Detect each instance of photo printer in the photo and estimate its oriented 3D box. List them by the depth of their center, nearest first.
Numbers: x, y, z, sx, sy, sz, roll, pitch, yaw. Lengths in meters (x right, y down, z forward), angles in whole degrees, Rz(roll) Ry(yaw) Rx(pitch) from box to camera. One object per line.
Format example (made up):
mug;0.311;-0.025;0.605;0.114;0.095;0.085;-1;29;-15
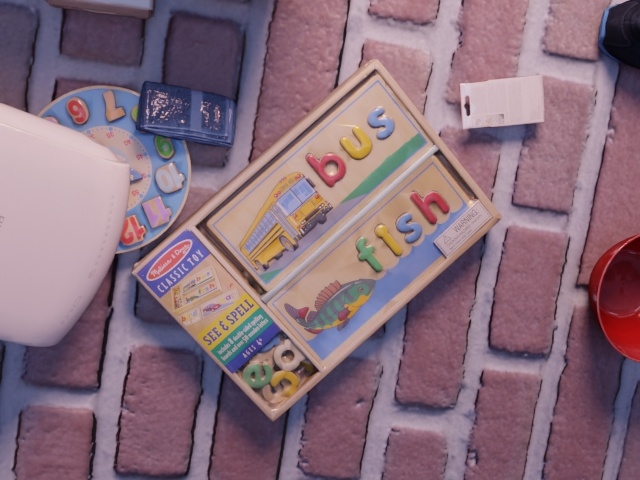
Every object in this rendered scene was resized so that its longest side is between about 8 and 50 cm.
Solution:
photo printer;-0.374;-0.025;0.915;0.307;0.107;0.256;20;99;-29

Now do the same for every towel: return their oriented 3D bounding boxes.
towel;-0.161;-0.154;1.022;0.119;0.029;0.067;8;78;-23

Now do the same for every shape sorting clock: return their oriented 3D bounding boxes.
shape sorting clock;-0.262;-0.085;1.023;0.206;0.040;0.206;-2;99;-11

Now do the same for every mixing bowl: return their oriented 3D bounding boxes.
mixing bowl;0.438;0.068;1.146;0.181;0.098;0.182;-1;99;-9

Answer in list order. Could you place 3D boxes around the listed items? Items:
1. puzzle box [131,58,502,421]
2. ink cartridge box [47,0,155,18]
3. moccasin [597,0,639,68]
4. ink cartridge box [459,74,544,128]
puzzle box;0.000;0.000;1.079;0.409;0.052;0.272;-42;102;-2
ink cartridge box;-0.249;-0.356;0.969;0.127;0.072;0.175;4;97;-12
moccasin;0.542;-0.253;1.108;0.341;0.117;0.138;-2;99;-10
ink cartridge box;0.236;-0.182;1.108;0.115;0.029;0.063;-7;100;-8
